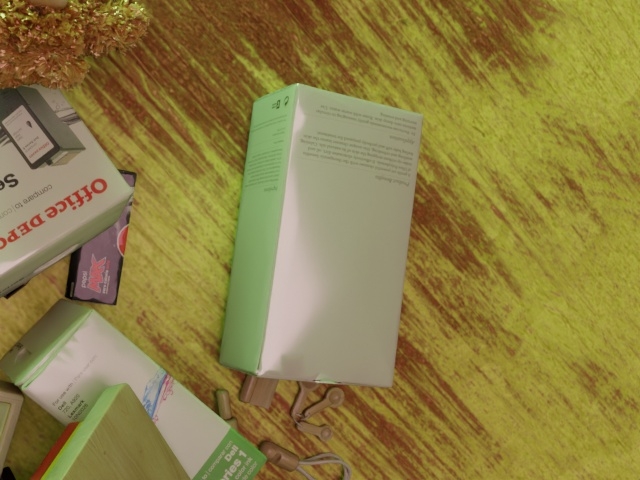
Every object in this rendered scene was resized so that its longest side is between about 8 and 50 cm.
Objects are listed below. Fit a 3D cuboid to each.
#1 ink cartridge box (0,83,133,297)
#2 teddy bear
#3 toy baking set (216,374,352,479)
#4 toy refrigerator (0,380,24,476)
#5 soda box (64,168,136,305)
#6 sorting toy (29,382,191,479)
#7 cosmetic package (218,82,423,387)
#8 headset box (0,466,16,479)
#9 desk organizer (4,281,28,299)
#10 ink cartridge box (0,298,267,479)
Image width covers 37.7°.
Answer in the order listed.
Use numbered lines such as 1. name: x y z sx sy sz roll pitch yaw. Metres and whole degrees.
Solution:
1. ink cartridge box: -0.370 -0.096 1.041 0.198 0.115 0.272 -37 90 -25
2. teddy bear: -0.298 -0.289 1.031 0.113 0.338 0.245 -35 100 25
3. toy baking set: -0.047 0.287 1.291 0.197 0.030 0.256 -5 94 -25
4. toy refrigerator: -0.484 0.188 1.050 0.270 0.094 0.102 18 84 -24
5. soda box: -0.273 -0.006 1.164 0.060 0.053 0.168 9 88 -25
6. sorting toy: -0.214 0.322 0.914 0.257 0.089 0.255 64 27 -24
7. cosmetic package: 0.000 0.000 1.228 0.197 0.155 0.365 11 85 -25
8. headset box: -0.331 0.398 1.019 0.110 0.293 0.218 -25 101 -22
9. desk organizer: -0.404 0.015 1.109 0.130 0.047 0.050 42 77 -20
10. ink cartridge box: -0.227 0.202 1.110 0.278 0.201 0.117 45 72 -19
